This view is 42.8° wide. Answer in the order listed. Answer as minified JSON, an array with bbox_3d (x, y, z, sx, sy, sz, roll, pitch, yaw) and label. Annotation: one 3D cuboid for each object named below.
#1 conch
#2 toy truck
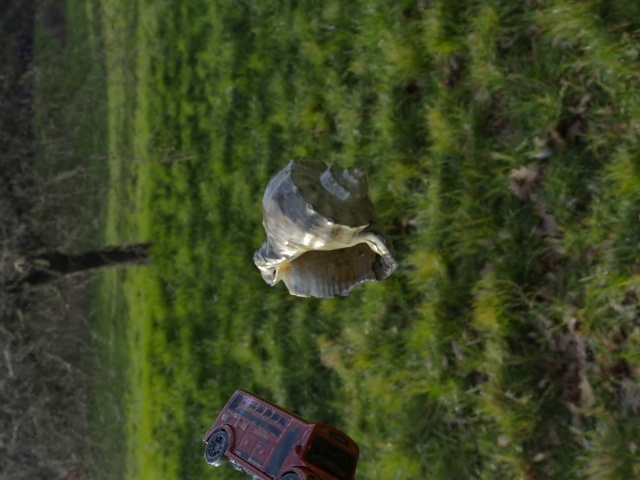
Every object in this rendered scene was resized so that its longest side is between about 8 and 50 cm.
[{"bbox_3d":[0.000,0.000,0.848,0.155,0.130,0.207,43,129,7],"label":"conch"},{"bbox_3d":[-0.040,0.273,1.028,0.107,0.114,0.253,39,163,-32],"label":"toy truck"}]
